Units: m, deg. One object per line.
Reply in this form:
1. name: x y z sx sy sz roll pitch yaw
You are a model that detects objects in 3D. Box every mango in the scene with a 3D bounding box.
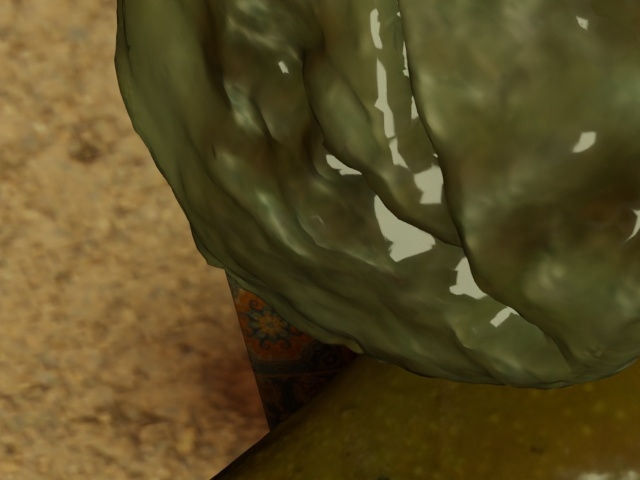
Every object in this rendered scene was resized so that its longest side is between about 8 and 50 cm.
1. mango: 0.072 0.106 0.634 0.329 0.175 0.176 -35 84 -7

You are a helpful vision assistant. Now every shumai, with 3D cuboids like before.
1. shumai: 0.006 -0.138 0.467 0.288 0.292 0.330 31 142 -7

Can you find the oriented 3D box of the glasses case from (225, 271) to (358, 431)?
1. glasses case: 0.000 0.000 0.673 0.075 0.049 0.218 -7 124 9
